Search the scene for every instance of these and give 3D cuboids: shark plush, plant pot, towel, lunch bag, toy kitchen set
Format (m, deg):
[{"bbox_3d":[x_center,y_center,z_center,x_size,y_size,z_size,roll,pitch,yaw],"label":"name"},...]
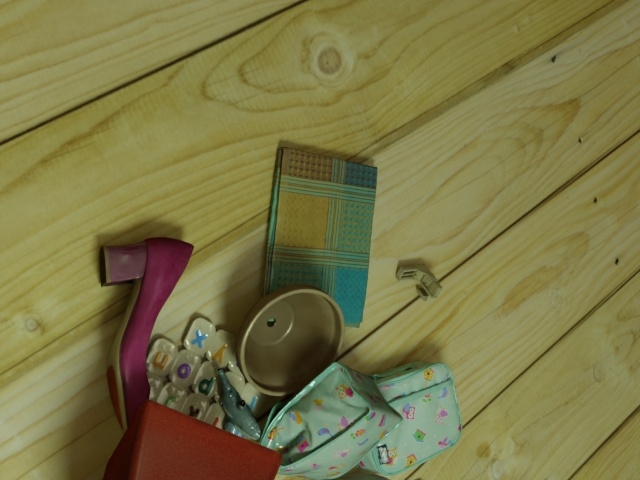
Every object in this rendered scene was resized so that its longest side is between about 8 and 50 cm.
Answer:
[{"bbox_3d":[-0.162,0.324,1.822,0.073,0.067,0.161,-19,101,-33],"label":"shark plush"},{"bbox_3d":[-0.077,0.185,1.838,0.237,0.110,0.237,-14,119,-27],"label":"plant pot"},{"bbox_3d":[0.000,0.000,1.980,0.271,0.040,0.370,9,84,-35],"label":"towel"},{"bbox_3d":[0.009,0.391,1.867,0.262,0.160,0.223,-41,152,8],"label":"lunch bag"},{"bbox_3d":[-0.255,0.479,1.572,0.267,0.267,0.235,25,43,-9],"label":"plant pot"},{"bbox_3d":[0.224,0.109,2.123,0.075,0.083,0.068,-5,135,-35],"label":"toy kitchen set"},{"bbox_3d":[0.189,0.397,2.072,0.279,0.108,0.224,-15,99,-34],"label":"lunch bag"}]

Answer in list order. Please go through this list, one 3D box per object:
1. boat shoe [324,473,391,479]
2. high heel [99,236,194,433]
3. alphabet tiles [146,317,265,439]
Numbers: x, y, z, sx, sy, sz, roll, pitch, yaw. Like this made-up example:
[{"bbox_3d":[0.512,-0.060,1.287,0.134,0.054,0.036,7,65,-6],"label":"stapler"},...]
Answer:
[{"bbox_3d":[0.015,0.583,1.951,0.324,0.116,0.096,-7,99,-31],"label":"boat shoe"},{"bbox_3d":[-0.307,0.182,1.702,0.181,0.127,0.377,-4,89,-25],"label":"high heel"},{"bbox_3d":[-0.243,0.309,1.819,0.284,0.021,0.278,32,72,-31],"label":"alphabet tiles"}]
